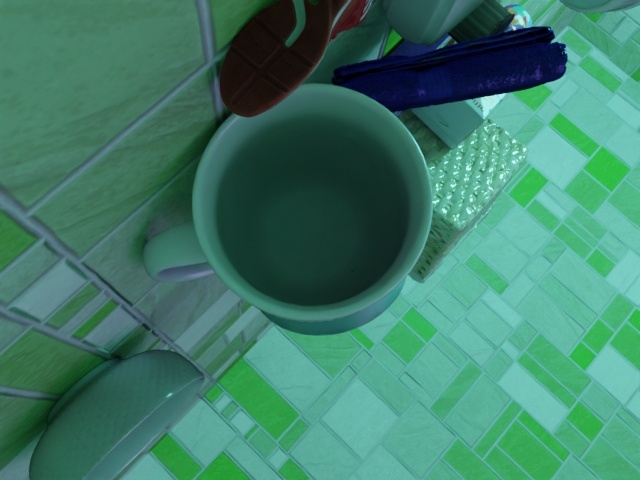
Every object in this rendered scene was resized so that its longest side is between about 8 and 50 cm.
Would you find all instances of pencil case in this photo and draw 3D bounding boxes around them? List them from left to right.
[{"bbox_3d":[0.431,-0.496,1.528,0.236,0.104,0.104,-44,172,-29],"label":"pencil case"}]

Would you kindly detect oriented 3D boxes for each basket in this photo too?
[{"bbox_3d":[0.245,-0.149,1.426,0.331,0.328,0.266,-43,169,-28],"label":"basket"}]

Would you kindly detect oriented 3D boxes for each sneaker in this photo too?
[{"bbox_3d":[-0.007,-0.212,0.647,0.221,0.087,0.128,-47,171,10],"label":"sneaker"}]

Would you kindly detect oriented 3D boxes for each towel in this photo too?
[{"bbox_3d":[0.170,-0.237,0.890,0.308,0.076,0.227,-9,-171,3],"label":"towel"}]

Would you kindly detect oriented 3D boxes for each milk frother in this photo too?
[{"bbox_3d":[0.245,-0.381,0.963,0.143,0.135,0.129,-48,174,16],"label":"milk frother"}]

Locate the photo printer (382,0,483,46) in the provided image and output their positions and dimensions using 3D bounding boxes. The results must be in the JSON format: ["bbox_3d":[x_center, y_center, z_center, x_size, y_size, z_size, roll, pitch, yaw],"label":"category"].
[{"bbox_3d":[0.230,-0.421,0.788,0.307,0.107,0.256,-44,172,-22],"label":"photo printer"}]

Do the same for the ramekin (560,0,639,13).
[{"bbox_3d":[0.600,-0.611,1.306,0.127,0.273,0.273,-29,164,-27],"label":"ramekin"}]

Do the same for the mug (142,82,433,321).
[{"bbox_3d":[-0.057,-0.014,0.852,0.374,0.276,0.328,-16,173,-3],"label":"mug"}]

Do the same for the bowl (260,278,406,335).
[{"bbox_3d":[0.000,0.000,1.134,0.311,0.311,0.163,-44,142,-24],"label":"bowl"}]

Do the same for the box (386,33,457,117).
[{"bbox_3d":[0.178,-0.326,1.158,0.293,0.057,0.201,-46,172,-13],"label":"box"}]

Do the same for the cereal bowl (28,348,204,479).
[{"bbox_3d":[-0.374,0.315,1.096,0.339,0.141,0.339,-46,172,-9],"label":"cereal bowl"}]

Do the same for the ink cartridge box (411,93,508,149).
[{"bbox_3d":[0.305,-0.307,1.287,0.176,0.128,0.127,-47,-179,-27],"label":"ink cartridge box"}]
